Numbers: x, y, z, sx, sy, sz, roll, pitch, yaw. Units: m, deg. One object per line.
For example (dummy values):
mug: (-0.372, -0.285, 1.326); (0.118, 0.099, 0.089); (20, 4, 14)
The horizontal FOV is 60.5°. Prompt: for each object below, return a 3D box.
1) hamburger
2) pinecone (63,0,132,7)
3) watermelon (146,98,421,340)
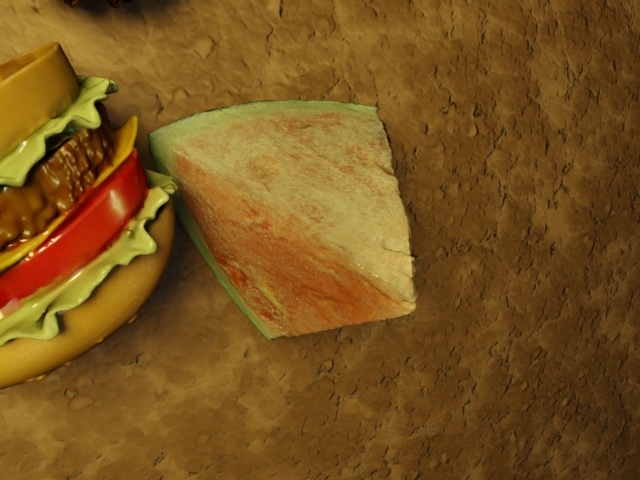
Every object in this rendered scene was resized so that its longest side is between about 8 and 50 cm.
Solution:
hamburger: (-0.248, -0.005, 0.436); (0.274, 0.274, 0.212); (-39, 124, -18)
pinecone: (-0.193, -0.286, 0.477); (0.165, 0.162, 0.163); (-17, 110, -49)
watermelon: (-0.039, -0.002, 0.585); (0.250, 0.293, 0.283); (-4, 106, 1)
